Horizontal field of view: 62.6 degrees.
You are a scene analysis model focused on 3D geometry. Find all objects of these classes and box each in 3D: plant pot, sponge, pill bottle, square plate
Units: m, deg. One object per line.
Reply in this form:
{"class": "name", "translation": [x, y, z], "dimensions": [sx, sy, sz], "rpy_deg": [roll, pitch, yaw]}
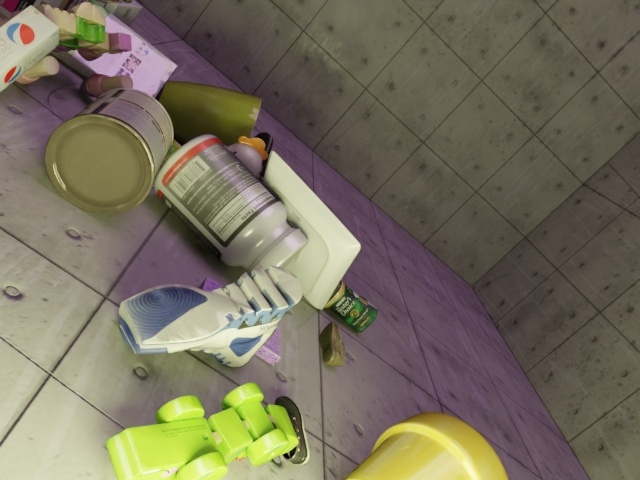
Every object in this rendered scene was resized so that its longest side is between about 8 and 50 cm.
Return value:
{"class": "plant pot", "translation": [-0.381, -0.400, 1.726], "dimensions": [0.293, 0.275, 0.275], "rpy_deg": [21, 23, -17]}
{"class": "plant pot", "translation": [0.151, 0.441, 0.873], "dimensions": [0.239, 0.254, 0.254], "rpy_deg": [-1, 44, -47]}
{"class": "sponge", "translation": [-0.173, 0.172, 1.125], "dimensions": [0.210, 0.031, 0.117], "rpy_deg": [38, 17, -18]}
{"class": "pill bottle", "translation": [-0.216, -0.068, 1.305], "dimensions": [0.363, 0.210, 0.210], "rpy_deg": [46, 16, 2]}
{"class": "square plate", "translation": [-0.072, -0.008, 1.418], "dimensions": [0.049, 0.344, 0.347], "rpy_deg": [-32, 71, -33]}

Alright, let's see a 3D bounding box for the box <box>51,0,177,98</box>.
{"class": "box", "translation": [-0.635, -0.566, 1.634], "dimensions": [0.322, 0.058, 0.232], "rpy_deg": [37, 53, -24]}

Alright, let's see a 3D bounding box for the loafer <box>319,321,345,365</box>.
{"class": "loafer", "translation": [0.032, 0.267, 1.338], "dimensions": [0.050, 0.056, 0.148], "rpy_deg": [38, 27, -20]}

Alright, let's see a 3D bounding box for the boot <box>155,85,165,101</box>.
{"class": "boot", "translation": [-0.543, -0.520, 1.885], "dimensions": [0.229, 0.091, 0.263], "rpy_deg": [26, 21, -44]}

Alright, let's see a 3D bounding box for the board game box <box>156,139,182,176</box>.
{"class": "board game box", "translation": [-0.448, -0.245, 1.479], "dimensions": [0.092, 0.043, 0.181], "rpy_deg": [40, 20, -11]}

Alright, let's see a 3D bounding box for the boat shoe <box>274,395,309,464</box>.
{"class": "boat shoe", "translation": [-0.058, 0.336, 0.950], "dimensions": [0.042, 0.049, 0.133], "rpy_deg": [39, 19, -43]}

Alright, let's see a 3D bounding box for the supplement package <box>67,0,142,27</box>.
{"class": "supplement package", "translation": [-0.757, -0.767, 1.791], "dimensions": [0.145, 0.204, 0.262], "rpy_deg": [39, 17, -15]}

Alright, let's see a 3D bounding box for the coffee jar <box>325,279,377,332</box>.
{"class": "coffee jar", "translation": [0.075, 0.186, 1.561], "dimensions": [0.184, 0.096, 0.079], "rpy_deg": [38, 14, -16]}

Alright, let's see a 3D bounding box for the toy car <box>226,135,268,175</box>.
{"class": "toy car", "translation": [-0.263, -0.219, 1.525], "dimensions": [0.210, 0.238, 0.219], "rpy_deg": [35, 18, -27]}

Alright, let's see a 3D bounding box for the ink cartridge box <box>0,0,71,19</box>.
{"class": "ink cartridge box", "translation": [-0.791, -0.678, 1.430], "dimensions": [0.193, 0.235, 0.088], "rpy_deg": [34, 18, -27]}

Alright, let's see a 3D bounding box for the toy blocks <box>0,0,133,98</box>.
{"class": "toy blocks", "translation": [-0.671, -0.537, 1.353], "dimensions": [0.260, 0.309, 0.288], "rpy_deg": [4, 6, 29]}

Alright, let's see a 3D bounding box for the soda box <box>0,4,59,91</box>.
{"class": "soda box", "translation": [-0.654, -0.394, 1.106], "dimensions": [0.074, 0.216, 0.069], "rpy_deg": [39, -28, -11]}

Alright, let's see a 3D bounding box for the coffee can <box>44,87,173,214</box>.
{"class": "coffee can", "translation": [-0.436, -0.201, 1.132], "dimensions": [0.201, 0.201, 0.275], "rpy_deg": [37, 17, -21]}

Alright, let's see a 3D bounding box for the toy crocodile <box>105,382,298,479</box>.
{"class": "toy crocodile", "translation": [-0.152, 0.294, 0.769], "dimensions": [0.340, 0.105, 0.115], "rpy_deg": [10, 37, -55]}

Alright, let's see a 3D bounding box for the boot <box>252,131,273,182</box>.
{"class": "boot", "translation": [-0.192, -0.227, 1.761], "dimensions": [0.085, 0.237, 0.178], "rpy_deg": [25, 1, 31]}

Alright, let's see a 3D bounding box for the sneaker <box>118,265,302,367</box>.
{"class": "sneaker", "translation": [-0.189, 0.166, 0.946], "dimensions": [0.315, 0.182, 0.127], "rpy_deg": [-10, 47, -34]}
